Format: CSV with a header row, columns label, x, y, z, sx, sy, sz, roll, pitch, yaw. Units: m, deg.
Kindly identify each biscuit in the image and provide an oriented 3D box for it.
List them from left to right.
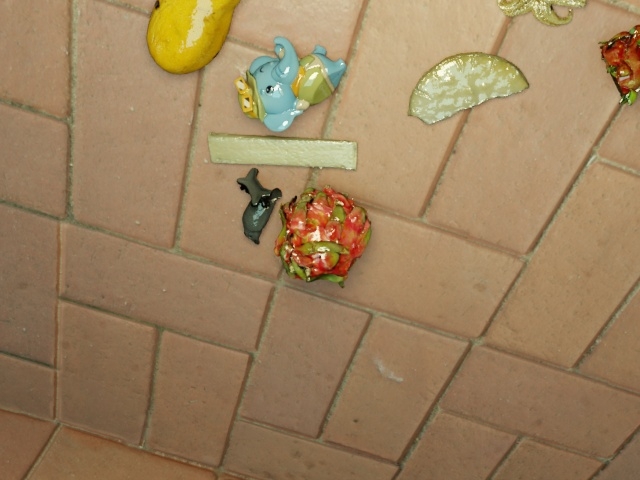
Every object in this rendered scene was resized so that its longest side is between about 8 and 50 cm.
label,x,y,z,sx,sy,sz,roll,pitch,yaw
biscuit,0.338,-0.374,1.296,0.290,0.038,0.141,-16,117,17

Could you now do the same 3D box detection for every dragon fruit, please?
label,x,y,z,sx,sy,sz,roll,pitch,yaw
dragon fruit,0.001,-0.010,1.418,0.231,0.303,0.236,29,130,21
dragon fruit,0.668,-0.394,1.183,0.142,0.138,0.175,40,108,10

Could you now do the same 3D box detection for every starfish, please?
label,x,y,z,sx,sy,sz,roll,pitch,yaw
starfish,0.468,-0.538,1.170,0.210,0.053,0.150,36,115,-12

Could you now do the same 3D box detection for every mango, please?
label,x,y,z,sx,sy,sz,roll,pitch,yaw
mango,-0.289,-0.514,1.254,0.177,0.120,0.295,43,116,-9

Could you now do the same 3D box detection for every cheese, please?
label,x,y,z,sx,sy,sz,roll,pitch,yaw
cheese,-0.103,-0.237,1.444,0.401,0.034,0.085,5,122,5

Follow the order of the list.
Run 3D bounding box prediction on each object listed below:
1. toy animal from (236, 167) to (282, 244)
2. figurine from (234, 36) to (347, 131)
label,x,y,z,sx,sy,sz,roll,pitch,yaw
toy animal,-0.170,-0.090,1.532,0.117,0.121,0.210,-26,147,-27
figurine,-0.079,-0.384,1.303,0.262,0.154,0.180,-36,102,7
